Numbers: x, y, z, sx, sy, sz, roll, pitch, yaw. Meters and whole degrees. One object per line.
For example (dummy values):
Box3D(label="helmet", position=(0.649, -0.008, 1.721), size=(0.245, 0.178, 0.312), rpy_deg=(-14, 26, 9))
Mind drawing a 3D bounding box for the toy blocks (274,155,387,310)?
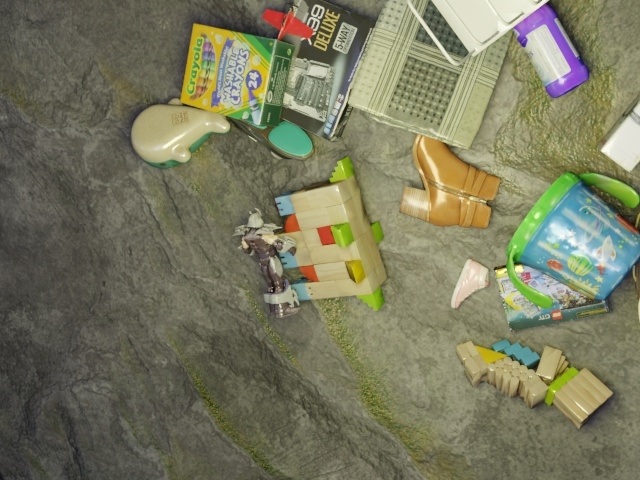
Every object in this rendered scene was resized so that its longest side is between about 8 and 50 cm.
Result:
Box3D(label="toy blocks", position=(0.000, 0.000, 1.635), size=(0.261, 0.191, 0.381), rpy_deg=(-9, 107, 34))

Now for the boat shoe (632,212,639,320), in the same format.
Box3D(label="boat shoe", position=(0.754, 0.074, 1.405), size=(0.117, 0.097, 0.324), rpy_deg=(-4, 100, 9))

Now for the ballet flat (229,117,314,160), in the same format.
Box3D(label="ballet flat", position=(-0.124, -0.278, 1.659), size=(0.280, 0.096, 0.095), rpy_deg=(37, 68, 20))

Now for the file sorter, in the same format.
Box3D(label="file sorter", position=(0.340, -0.511, 1.266), size=(0.278, 0.173, 0.192), rpy_deg=(-33, 98, 41))

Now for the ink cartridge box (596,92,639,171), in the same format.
Box3D(label="ink cartridge box", position=(0.684, -0.249, 1.343), size=(0.082, 0.140, 0.190), rpy_deg=(39, 110, 8))

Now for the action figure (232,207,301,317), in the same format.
Box3D(label="action figure", position=(-0.130, 0.052, 1.618), size=(0.185, 0.099, 0.284), rpy_deg=(3, 112, 55))

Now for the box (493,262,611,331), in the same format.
Box3D(label="box", position=(0.551, 0.117, 1.514), size=(0.233, 0.044, 0.159), rpy_deg=(-15, 95, 22))

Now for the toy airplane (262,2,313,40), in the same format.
Box3D(label="toy airplane", position=(-0.096, -0.510, 1.552), size=(0.151, 0.028, 0.151), rpy_deg=(4, 98, 27))

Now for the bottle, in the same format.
Box3D(label="bottle", position=(0.482, -0.452, 1.388), size=(0.092, 0.118, 0.282), rpy_deg=(-30, 90, 16))

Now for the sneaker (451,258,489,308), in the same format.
Box3D(label="sneaker", position=(0.375, 0.118, 1.573), size=(0.070, 0.051, 0.134), rpy_deg=(24, 103, 20))

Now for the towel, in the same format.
Box3D(label="towel", position=(0.250, -0.399, 1.456), size=(0.313, 0.056, 0.324), rpy_deg=(21, 87, 1))

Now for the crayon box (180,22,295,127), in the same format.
Box3D(label="crayon box", position=(-0.232, -0.419, 1.584), size=(0.323, 0.083, 0.203), rpy_deg=(21, 106, 31))

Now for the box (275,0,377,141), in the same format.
Box3D(label="box", position=(-0.008, -0.437, 1.590), size=(0.243, 0.076, 0.307), rpy_deg=(29, 109, 14))

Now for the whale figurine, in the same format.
Box3D(label="whale figurine", position=(-0.375, -0.291, 1.734), size=(0.272, 0.141, 0.216), rpy_deg=(-17, 62, 1))

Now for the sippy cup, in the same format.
Box3D(label="sippy cup", position=(0.561, 0.006, 1.363), size=(0.224, 0.240, 0.305), rpy_deg=(40, 109, 22))

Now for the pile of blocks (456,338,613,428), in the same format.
Box3D(label="pile of blocks", position=(0.513, 0.337, 1.554), size=(0.362, 0.149, 0.112), rpy_deg=(21, 150, 24))

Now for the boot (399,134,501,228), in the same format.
Box3D(label="boot", position=(0.322, -0.171, 1.513), size=(0.220, 0.109, 0.283), rpy_deg=(12, 93, 10))
